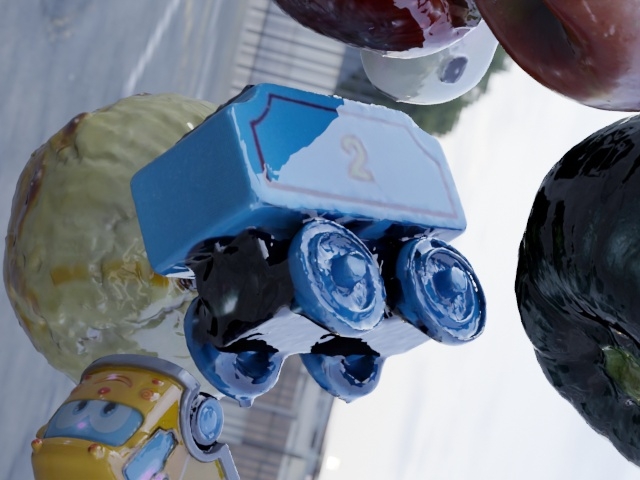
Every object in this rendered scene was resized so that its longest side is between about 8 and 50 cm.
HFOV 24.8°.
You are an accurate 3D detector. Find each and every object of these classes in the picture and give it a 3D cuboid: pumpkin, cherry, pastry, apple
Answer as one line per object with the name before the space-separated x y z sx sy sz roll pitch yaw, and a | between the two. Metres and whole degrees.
pumpkin | 0.289 0.038 1.030 0.238 0.315 0.315 -42 168 -21
cherry | 0.047 -0.254 1.299 0.192 0.250 0.175 19 70 -53
pastry | -0.205 0.010 1.724 0.388 0.313 0.388 -15 109 -54
apple | 0.160 -0.156 0.725 0.168 0.181 0.181 -40 178 -5

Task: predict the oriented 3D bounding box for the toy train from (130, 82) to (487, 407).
toy train | 0.000 0.000 1.312 0.188 0.300 0.265 -33 -115 36

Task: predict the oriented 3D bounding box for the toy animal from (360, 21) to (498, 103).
toy animal | 0.147 -0.318 1.948 0.212 0.213 0.266 -98 176 -87

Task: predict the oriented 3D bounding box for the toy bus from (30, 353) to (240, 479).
toy bus | -0.144 0.205 1.148 0.136 0.126 0.209 -46 128 -48
